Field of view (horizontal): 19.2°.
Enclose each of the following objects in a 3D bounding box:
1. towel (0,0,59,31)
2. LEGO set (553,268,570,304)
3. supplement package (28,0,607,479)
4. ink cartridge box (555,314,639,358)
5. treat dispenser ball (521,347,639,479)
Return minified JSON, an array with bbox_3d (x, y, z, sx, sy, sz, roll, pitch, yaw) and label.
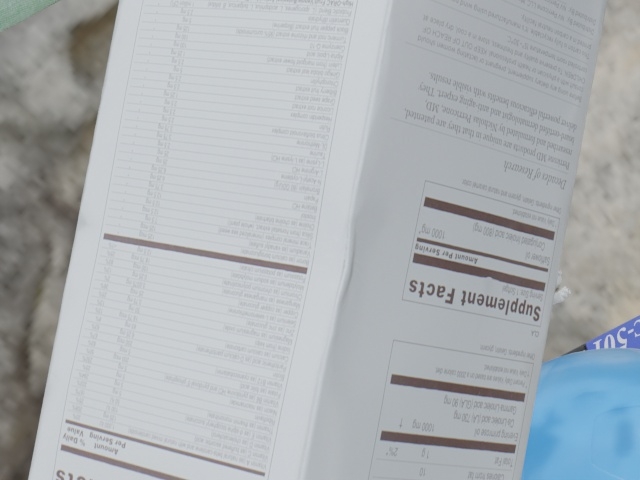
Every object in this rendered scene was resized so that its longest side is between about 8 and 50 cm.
[{"bbox_3d":[-0.251,-0.266,1.300,0.248,0.325,0.038,-33,54,-23],"label":"towel"},{"bbox_3d":[0.156,-0.035,1.618,0.093,0.087,0.227,-22,94,29],"label":"LEGO set"},{"bbox_3d":[0.000,0.000,0.715,0.139,0.134,0.244,10,88,41],"label":"supplement package"},{"bbox_3d":[0.295,0.157,1.994,0.207,0.046,0.097,-31,63,31],"label":"ink cartridge box"},{"bbox_3d":[0.221,0.224,1.409,0.288,0.288,0.288,-16,54,23],"label":"treat dispenser ball"}]
